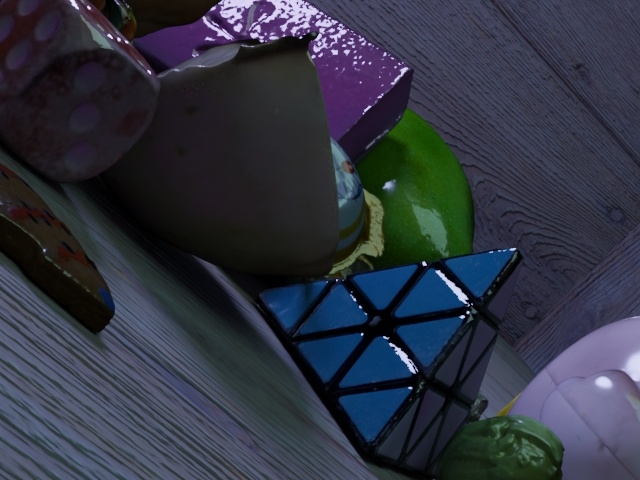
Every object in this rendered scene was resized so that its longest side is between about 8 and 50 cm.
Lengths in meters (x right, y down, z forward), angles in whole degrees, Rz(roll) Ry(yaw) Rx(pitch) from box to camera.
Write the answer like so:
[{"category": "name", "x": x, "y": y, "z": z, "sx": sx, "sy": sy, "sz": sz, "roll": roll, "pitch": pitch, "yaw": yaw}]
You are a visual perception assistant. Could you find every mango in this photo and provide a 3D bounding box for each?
[{"category": "mango", "x": 0.069, "y": -0.027, "z": 1.864, "sx": 0.225, "sy": 0.201, "sz": 0.382, "roll": 59, "pitch": 1, "yaw": -28}]

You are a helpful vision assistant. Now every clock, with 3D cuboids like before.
[{"category": "clock", "x": 0.371, "y": 0.258, "z": 1.707, "sx": 0.368, "sy": 0.250, "sz": 0.377, "roll": 40, "pitch": 7, "yaw": -46}]

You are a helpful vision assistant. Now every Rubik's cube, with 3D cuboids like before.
[{"category": "Rubik's cube", "x": 0.098, "y": 0.083, "z": 1.321, "sx": 0.190, "sy": 0.178, "sz": 0.211, "roll": 45, "pitch": 5, "yaw": -43}]

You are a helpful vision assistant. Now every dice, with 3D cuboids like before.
[{"category": "dice", "x": -0.161, "y": -0.098, "z": 1.074, "sx": 0.091, "sy": 0.093, "sz": 0.094, "roll": 42, "pitch": 6, "yaw": -43}]

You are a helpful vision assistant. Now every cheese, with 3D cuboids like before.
[{"category": "cheese", "x": -0.063, "y": -0.056, "z": 1.405, "sx": 0.270, "sy": 0.069, "sz": 0.177, "roll": 23, "pitch": 45, "yaw": -21}]

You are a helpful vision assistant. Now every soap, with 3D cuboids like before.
[{"category": "soap", "x": -0.058, "y": -0.165, "z": 1.754, "sx": 0.259, "sy": 0.181, "sz": 0.081, "roll": 35, "pitch": -31, "yaw": 17}]

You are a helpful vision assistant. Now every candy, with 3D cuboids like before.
[{"category": "candy", "x": 0.116, "y": 0.192, "z": 1.173, "sx": 0.093, "sy": 0.092, "sz": 0.335, "roll": 14, "pitch": 11, "yaw": 6}]

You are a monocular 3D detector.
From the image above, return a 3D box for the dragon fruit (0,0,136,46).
[{"category": "dragon fruit", "x": -0.201, "y": -0.168, "z": 1.154, "sx": 0.175, "sy": 0.138, "sz": 0.142, "roll": 49, "pitch": -31, "yaw": -16}]

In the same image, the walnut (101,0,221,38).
[{"category": "walnut", "x": -0.214, "y": -0.341, "z": 1.564, "sx": 0.306, "sy": 0.306, "sz": 0.344, "roll": 48, "pitch": 16, "yaw": 26}]

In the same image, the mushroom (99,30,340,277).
[{"category": "mushroom", "x": -0.088, "y": -0.045, "z": 1.223, "sx": 0.236, "sy": 0.162, "sz": 0.173, "roll": -156, "pitch": -125, "yaw": -76}]

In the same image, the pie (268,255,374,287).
[{"category": "pie", "x": -0.047, "y": -0.019, "z": 1.583, "sx": 0.302, "sy": 0.067, "sz": 0.302, "roll": 46, "pitch": 6, "yaw": -6}]

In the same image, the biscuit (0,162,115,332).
[{"category": "biscuit", "x": -0.144, "y": -0.005, "z": 0.876, "sx": 0.130, "sy": 0.019, "sz": 0.119, "roll": 47, "pitch": 5, "yaw": 16}]

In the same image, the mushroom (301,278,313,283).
[{"category": "mushroom", "x": -0.004, "y": 0.004, "z": 1.328, "sx": 0.026, "sy": 0.028, "sz": 0.286, "roll": 28, "pitch": -30, "yaw": 23}]

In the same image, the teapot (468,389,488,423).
[{"category": "teapot", "x": 0.142, "y": 0.156, "z": 1.812, "sx": 0.067, "sy": 0.057, "sz": 0.083, "roll": 2, "pitch": 46, "yaw": -45}]
